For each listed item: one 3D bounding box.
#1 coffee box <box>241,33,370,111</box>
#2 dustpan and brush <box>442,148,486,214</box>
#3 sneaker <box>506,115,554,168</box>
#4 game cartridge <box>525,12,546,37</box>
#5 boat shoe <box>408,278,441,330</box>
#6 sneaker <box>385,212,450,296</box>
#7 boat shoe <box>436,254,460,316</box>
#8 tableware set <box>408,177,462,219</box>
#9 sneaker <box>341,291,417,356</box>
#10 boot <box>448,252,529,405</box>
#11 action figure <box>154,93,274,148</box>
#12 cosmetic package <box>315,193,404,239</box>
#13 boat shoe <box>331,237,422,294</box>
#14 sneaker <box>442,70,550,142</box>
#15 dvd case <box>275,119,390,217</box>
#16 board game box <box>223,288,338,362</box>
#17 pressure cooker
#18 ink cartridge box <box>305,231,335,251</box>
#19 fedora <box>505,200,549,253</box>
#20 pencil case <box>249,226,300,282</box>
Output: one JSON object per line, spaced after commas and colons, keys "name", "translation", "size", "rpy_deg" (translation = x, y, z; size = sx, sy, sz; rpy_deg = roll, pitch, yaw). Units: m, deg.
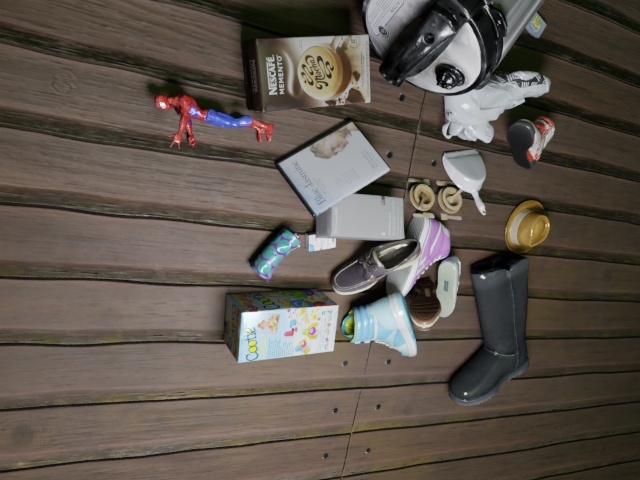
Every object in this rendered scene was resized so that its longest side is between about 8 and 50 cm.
{"name": "coffee box", "translation": [-0.033, -0.416, 1.296], "size": [0.298, 0.119, 0.167], "rpy_deg": [-12, 111, -23]}
{"name": "dustpan and brush", "translation": [0.468, -0.178, 1.613], "size": [0.148, 0.211, 0.060], "rpy_deg": [-11, 153, -27]}
{"name": "sneaker", "translation": [0.665, -0.346, 1.640], "size": [0.144, 0.090, 0.270], "rpy_deg": [-57, 149, -4]}
{"name": "game cartridge", "translation": [0.668, -0.675, 1.630], "size": [0.083, 0.017, 0.056], "rpy_deg": [30, 94, -30]}
{"name": "boat shoe", "translation": [0.321, 0.215, 1.596], "size": [0.095, 0.257, 0.095], "rpy_deg": [5, 114, 14]}
{"name": "sneaker", "translation": [0.320, 0.071, 1.628], "size": [0.161, 0.102, 0.281], "rpy_deg": [22, 94, -33]}
{"name": "boat shoe", "translation": [0.420, 0.148, 1.707], "size": [0.081, 0.079, 0.227], "rpy_deg": [-40, 140, -45]}
{"name": "tableware set", "translation": [0.359, -0.130, 1.589], "size": [0.194, 0.039, 0.128], "rpy_deg": [2, 74, -27]}
{"name": "sneaker", "translation": [0.182, 0.281, 1.623], "size": [0.209, 0.127, 0.319], "rpy_deg": [-15, 137, 8]}
{"name": "boot", "translation": [0.569, 0.298, 1.786], "size": [0.367, 0.146, 0.444], "rpy_deg": [-24, 118, -29]}
{"name": "action figure", "translation": [-0.263, -0.258, 1.242], "size": [0.281, 0.091, 0.138], "rpy_deg": [16, 88, -29]}
{"name": "cosmetic package", "translation": [0.110, -0.065, 1.468], "size": [0.238, 0.107, 0.127], "rpy_deg": [0, 87, -30]}
{"name": "boat shoe", "translation": [0.161, 0.065, 1.511], "size": [0.286, 0.102, 0.092], "rpy_deg": [-22, 155, -2]}
{"name": "sneaker", "translation": [0.518, -0.404, 1.570], "size": [0.366, 0.137, 0.210], "rpy_deg": [-3, 107, -21]}
{"name": "dvd case", "translation": [0.033, -0.195, 1.389], "size": [0.253, 0.022, 0.180], "rpy_deg": [-33, 77, -14]}
{"name": "board game box", "translation": [-0.110, 0.226, 1.433], "size": [0.276, 0.142, 0.144], "rpy_deg": [-1, 105, -27]}
{"name": "pressure cooker", "translation": [0.311, -0.562, 1.254], "size": [0.420, 0.376, 0.369], "rpy_deg": [-54, 146, -13]}
{"name": "ink cartridge box", "translation": [0.000, 0.000, 1.487], "size": [0.083, 0.028, 0.048], "rpy_deg": [-8, 108, -24]}
{"name": "fedora", "translation": [0.732, -0.040, 1.811], "size": [0.195, 0.079, 0.194], "rpy_deg": [-8, 109, -24]}
{"name": "pencil case", "translation": [-0.120, 0.036, 1.417], "size": [0.070, 0.064, 0.151], "rpy_deg": [43, 84, -4]}
